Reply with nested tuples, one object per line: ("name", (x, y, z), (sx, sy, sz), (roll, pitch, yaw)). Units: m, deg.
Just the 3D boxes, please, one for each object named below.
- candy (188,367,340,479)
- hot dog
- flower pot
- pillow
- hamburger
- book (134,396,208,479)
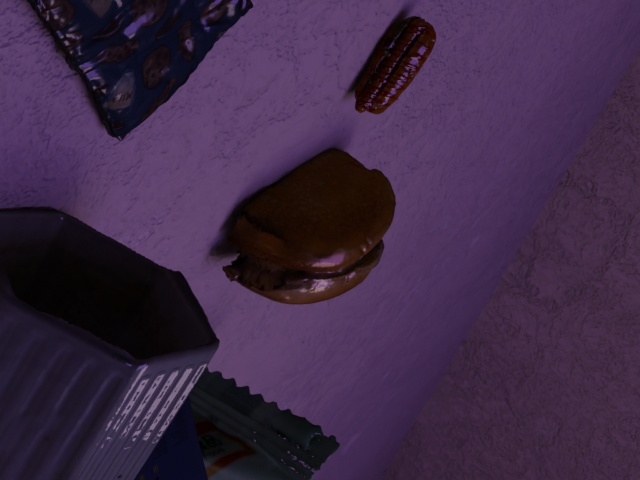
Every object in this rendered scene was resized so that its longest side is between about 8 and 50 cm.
("candy", (-0.194, 0.330, 1.352), (0.398, 0.263, 0.172), (-39, 152, -35))
("hot dog", (0.092, -0.222, 1.343), (0.144, 0.062, 0.038), (-54, -176, 10))
("flower pot", (-0.234, 0.103, 0.911), (0.189, 0.239, 0.209), (-56, -167, 16))
("pillow", (-0.137, -0.199, 0.860), (0.189, 0.034, 0.255), (-48, 162, -12))
("hamburger", (0.000, 0.000, 1.380), (0.283, 0.157, 0.144), (-37, 157, -44))
("book", (-0.215, 0.198, 1.176), (0.191, 0.025, 0.269), (-26, 109, -53))
